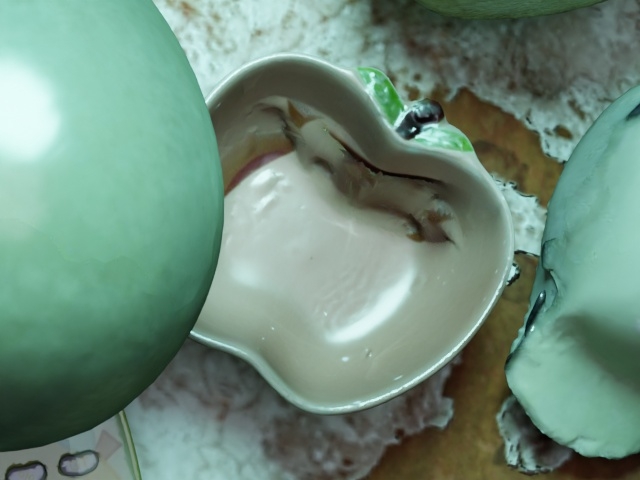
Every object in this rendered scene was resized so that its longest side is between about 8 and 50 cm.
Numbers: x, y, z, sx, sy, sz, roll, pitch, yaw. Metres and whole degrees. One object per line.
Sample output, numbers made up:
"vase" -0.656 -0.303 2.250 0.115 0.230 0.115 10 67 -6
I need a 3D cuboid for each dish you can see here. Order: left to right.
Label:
"dish" 0.000 0.000 1.004 0.213 0.090 0.213 2 80 -10

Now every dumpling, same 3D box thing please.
"dumpling" 0.241 0.008 1.038 0.227 0.243 0.175 33 33 -22

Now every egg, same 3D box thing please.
"egg" -0.187 -0.047 0.864 0.258 0.258 0.352 -29 45 -16

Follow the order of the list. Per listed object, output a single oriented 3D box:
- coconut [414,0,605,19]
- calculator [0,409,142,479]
"coconut" 0.123 -0.273 1.013 0.237 0.237 0.266 -4 78 -13
"calculator" -0.179 0.152 0.964 0.157 0.033 0.236 -10 83 -15
